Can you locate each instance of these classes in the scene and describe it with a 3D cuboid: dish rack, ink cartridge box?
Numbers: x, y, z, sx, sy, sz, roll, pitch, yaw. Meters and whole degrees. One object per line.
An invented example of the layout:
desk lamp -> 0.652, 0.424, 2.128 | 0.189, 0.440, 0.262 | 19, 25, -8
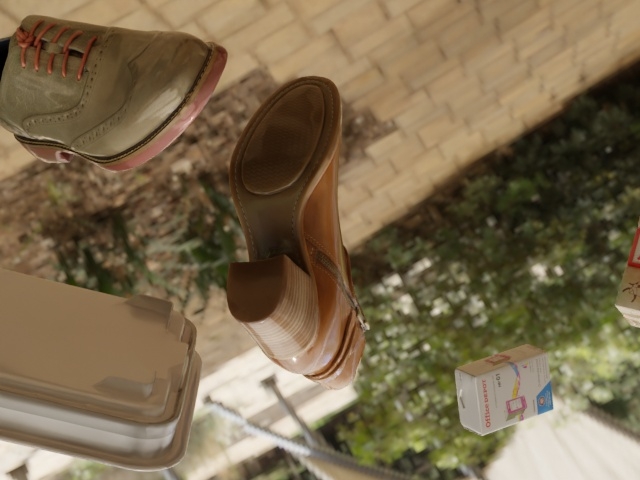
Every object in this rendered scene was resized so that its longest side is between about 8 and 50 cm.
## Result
dish rack -> -0.277, 0.098, 1.191 | 0.285, 0.332, 0.072 | -92, -162, -71
ink cartridge box -> 0.249, 0.202, 1.663 | 0.122, 0.089, 0.052 | -15, -165, -23

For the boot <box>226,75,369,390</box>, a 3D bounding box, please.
boot -> 0.000, 0.000, 1.238 | 0.109, 0.284, 0.220 | -6, 154, 22

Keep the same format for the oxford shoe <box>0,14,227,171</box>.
oxford shoe -> -0.220, -0.143, 1.110 | 0.348, 0.130, 0.123 | -4, -124, 48

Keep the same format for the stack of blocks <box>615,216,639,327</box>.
stack of blocks -> 0.459, 0.028, 1.191 | 0.087, 0.297, 0.171 | 36, 71, -59
